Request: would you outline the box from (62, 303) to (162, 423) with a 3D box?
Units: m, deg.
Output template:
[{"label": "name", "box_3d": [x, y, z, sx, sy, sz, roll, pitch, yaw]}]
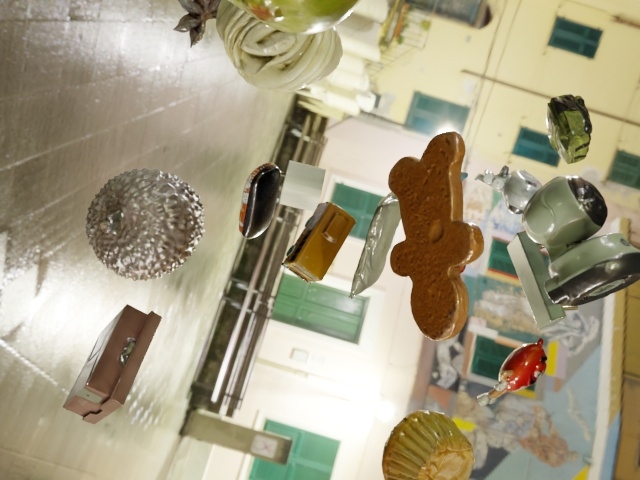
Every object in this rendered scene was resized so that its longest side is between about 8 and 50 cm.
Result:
[{"label": "box", "box_3d": [-0.456, 0.268, 1.289, 0.215, 0.086, 0.215, -36, -151, 46]}]

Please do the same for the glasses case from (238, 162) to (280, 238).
[{"label": "glasses case", "box_3d": [-0.172, -0.107, 1.654, 0.103, 0.067, 0.267, -35, 155, -38]}]

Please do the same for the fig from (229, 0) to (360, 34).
[{"label": "fig", "box_3d": [-0.026, -0.462, 0.842, 0.258, 0.258, 0.326, 108, 2, -73]}]

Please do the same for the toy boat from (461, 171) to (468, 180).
[{"label": "toy boat", "box_3d": [0.420, -0.167, 1.950, 0.215, 0.102, 0.088, 131, -31, -57]}]

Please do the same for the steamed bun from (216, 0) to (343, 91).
[{"label": "steamed bun", "box_3d": [-0.107, -0.477, 1.443, 0.276, 0.289, 0.203, -18, -135, 38]}]

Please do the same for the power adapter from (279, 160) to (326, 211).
[{"label": "power adapter", "box_3d": [-0.096, -0.194, 2.019, 0.125, 0.204, 0.130, 108, -4, -59]}]

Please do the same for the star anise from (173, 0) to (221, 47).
[{"label": "star anise", "box_3d": [-0.373, -0.710, 1.831, 0.208, 0.063, 0.172, -44, 146, -10]}]

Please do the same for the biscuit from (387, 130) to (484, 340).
[{"label": "biscuit", "box_3d": [0.186, 0.000, 0.962, 0.205, 0.049, 0.324, -27, -117, 56]}]

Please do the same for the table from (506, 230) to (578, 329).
[{"label": "table", "box_3d": [0.591, 0.094, 1.534, 0.121, 0.111, 0.240, 76, -1, -71]}]

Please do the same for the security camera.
[{"label": "security camera", "box_3d": [0.574, -0.011, 1.323, 0.191, 0.197, 0.277, -41, -122, 37]}]

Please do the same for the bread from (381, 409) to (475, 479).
[{"label": "bread", "box_3d": [0.259, 0.533, 1.447, 0.139, 0.240, 0.240, 25, -80, 56]}]

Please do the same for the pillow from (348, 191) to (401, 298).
[{"label": "pillow", "box_3d": [0.126, 0.007, 1.274, 0.148, 0.050, 0.230, -24, 133, -55]}]

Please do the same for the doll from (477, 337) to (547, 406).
[{"label": "doll", "box_3d": [0.484, 0.331, 1.454, 0.217, 0.085, 0.183, -48, 152, 10]}]

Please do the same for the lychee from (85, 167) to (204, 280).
[{"label": "lychee", "box_3d": [-0.571, -0.054, 1.971, 0.432, 0.380, 0.380, 3, 104, -67]}]

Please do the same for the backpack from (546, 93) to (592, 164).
[{"label": "backpack", "box_3d": [0.936, -0.412, 2.206, 0.207, 0.140, 0.253, 62, 20, -51]}]

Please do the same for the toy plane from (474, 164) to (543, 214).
[{"label": "toy plane", "box_3d": [0.534, -0.129, 1.585, 0.245, 0.244, 0.117, -75, -173, -71]}]

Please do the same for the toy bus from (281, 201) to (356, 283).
[{"label": "toy bus", "box_3d": [0.000, 0.000, 1.487, 0.201, 0.098, 0.114, -59, -163, -17]}]
